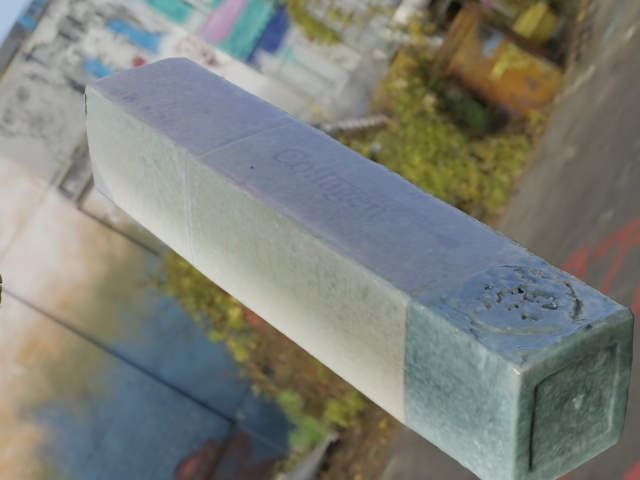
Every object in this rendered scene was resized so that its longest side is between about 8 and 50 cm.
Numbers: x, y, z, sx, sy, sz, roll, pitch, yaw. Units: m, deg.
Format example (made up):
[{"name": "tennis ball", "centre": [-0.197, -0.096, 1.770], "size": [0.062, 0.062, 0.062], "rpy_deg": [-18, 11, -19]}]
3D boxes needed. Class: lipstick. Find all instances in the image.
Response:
[{"name": "lipstick", "centre": [0.000, 0.000, 0.655], "size": [0.066, 0.317, 0.068], "rpy_deg": [-23, -53, -31]}]

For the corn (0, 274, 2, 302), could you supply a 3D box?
[{"name": "corn", "centre": [-0.190, 0.015, 0.662], "size": [0.037, 0.092, 0.037], "rpy_deg": [-27, 57, 52]}]
